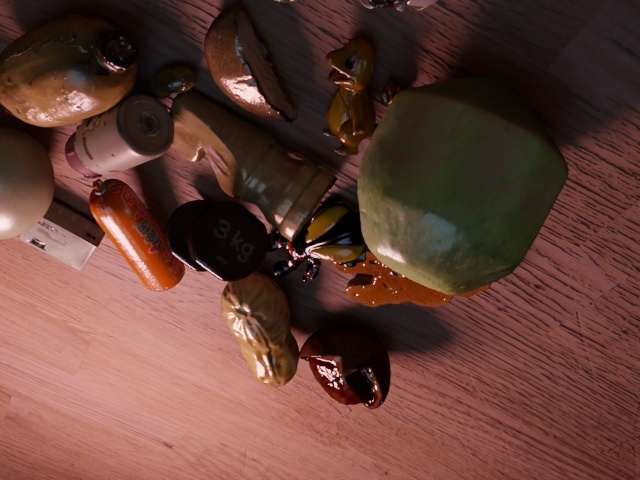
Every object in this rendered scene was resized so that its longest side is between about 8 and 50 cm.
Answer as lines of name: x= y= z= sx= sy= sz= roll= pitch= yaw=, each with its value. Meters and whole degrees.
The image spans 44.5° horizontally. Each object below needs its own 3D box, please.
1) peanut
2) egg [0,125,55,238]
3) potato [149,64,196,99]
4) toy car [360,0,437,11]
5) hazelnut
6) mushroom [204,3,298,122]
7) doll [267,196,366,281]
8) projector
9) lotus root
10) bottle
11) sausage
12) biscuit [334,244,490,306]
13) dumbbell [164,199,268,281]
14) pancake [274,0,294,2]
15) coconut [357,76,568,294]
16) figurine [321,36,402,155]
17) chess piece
peanut: x=-0.121 y=0.189 z=1.636 sx=0.147 sy=0.147 sz=0.305 roll=4 pitch=138 yaw=15
egg: x=-0.589 y=-0.107 z=1.445 sx=0.187 sy=0.186 sz=0.253 roll=26 pitch=142 yaw=-9
potato: x=-0.244 y=-0.259 z=1.268 sx=0.092 sy=0.045 sz=0.046 roll=-10 pitch=159 yaw=33
toy car: x=0.121 y=-0.354 z=1.003 sx=0.112 sy=0.112 sz=0.139 roll=18 pitch=132 yaw=-23
hazelnut: x=0.052 y=0.264 z=1.649 sx=0.202 sy=0.160 sz=0.170 roll=14 pitch=140 yaw=-4
mushroom: x=-0.116 y=-0.257 z=1.205 sx=0.094 sy=0.072 sz=0.209 roll=1 pitch=137 yaw=31
doll: x=-0.001 y=0.003 z=1.438 sx=0.249 sy=0.088 sz=0.127 roll=-15 pitch=129 yaw=36
projector: x=-0.534 y=-0.016 z=1.621 sx=0.147 sy=0.061 sz=0.115 roll=31 pitch=136 yaw=-15
lotus root: x=-0.398 y=-0.270 z=1.237 sx=0.284 sy=0.146 sz=0.160 roll=-9 pitch=152 yaw=36
bottle: x=-0.357 y=-0.171 z=1.345 sx=0.233 sy=0.110 sz=0.110 roll=-11 pitch=133 yaw=46
sausage: x=-0.356 y=-0.017 z=1.498 sx=0.093 sy=0.093 sz=0.312 roll=2 pitch=146 yaw=17
biscuit: x=0.175 y=0.058 z=1.471 sx=0.295 sy=0.044 sz=0.186 roll=0 pitch=139 yaw=21
dumbbell: x=-0.190 y=-0.003 z=1.398 sx=0.140 sy=0.124 sz=0.225 roll=41 pitch=167 yaw=-22
pancake: x=-0.060 y=-0.379 z=1.094 sx=0.108 sy=0.017 sz=0.108 roll=13 pitch=138 yaw=12
coconut: x=0.203 y=-0.089 z=1.134 sx=0.281 sy=0.328 sz=0.328 roll=23 pitch=150 yaw=44
figurine: x=0.067 y=-0.222 z=1.180 sx=0.122 sy=0.121 sz=0.176 roll=-10 pitch=128 yaw=-11
chess piece: x=-0.128 y=-0.135 z=1.323 sx=0.301 sy=0.137 sz=0.137 roll=36 pitch=137 yaw=-1
